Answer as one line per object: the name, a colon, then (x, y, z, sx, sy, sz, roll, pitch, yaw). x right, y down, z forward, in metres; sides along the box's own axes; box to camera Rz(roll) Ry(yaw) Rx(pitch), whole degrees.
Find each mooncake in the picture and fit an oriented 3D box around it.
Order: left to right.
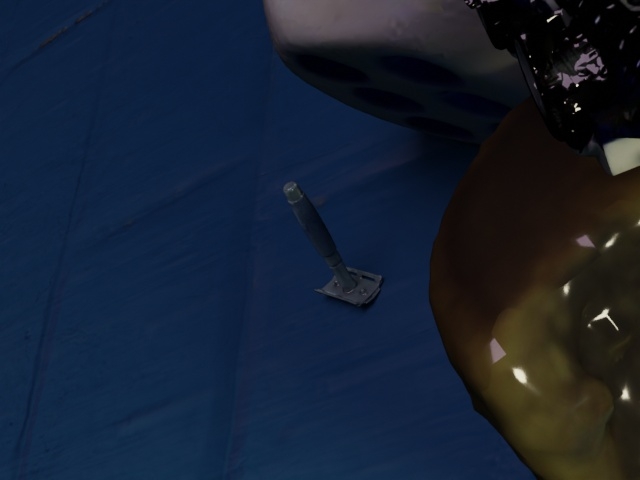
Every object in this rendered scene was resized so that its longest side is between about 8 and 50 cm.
mooncake: (0.290, 0.007, 0.634, 0.394, 0.246, 0.393, 4, 53, 47)

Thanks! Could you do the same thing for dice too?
dice: (0.138, -0.259, 0.945, 0.304, 0.277, 0.304, 13, 83, 47)

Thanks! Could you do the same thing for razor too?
razor: (0.000, 0.000, 1.024, 0.068, 0.135, 0.040, 13, 53, 49)

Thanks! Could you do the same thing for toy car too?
toy car: (0.183, -0.127, 0.586, 0.193, 0.118, 0.301, -23, 29, 7)
